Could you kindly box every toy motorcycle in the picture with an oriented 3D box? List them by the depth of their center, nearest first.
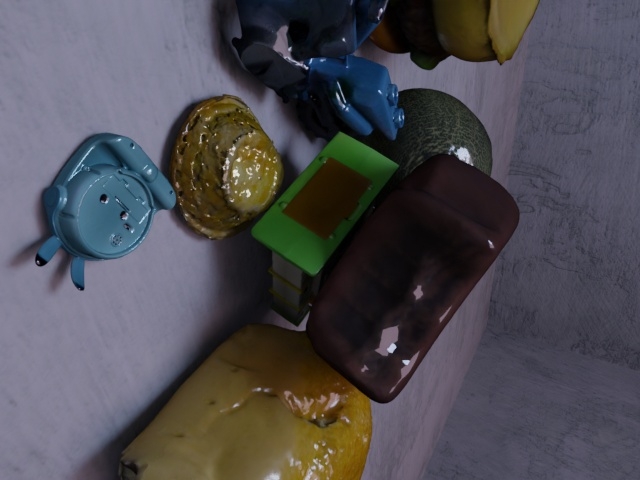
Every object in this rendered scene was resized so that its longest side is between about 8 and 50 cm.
[{"bbox_3d":[0.026,-0.267,0.594,0.416,0.231,0.172,60,40,-53],"label":"toy motorcycle"}]

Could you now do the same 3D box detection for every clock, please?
[{"bbox_3d":[-0.218,-0.025,0.466,0.147,0.045,0.108,-61,147,-24],"label":"clock"},{"bbox_3d":[0.000,0.000,0.747,0.220,0.106,0.255,-51,166,-26],"label":"clock"}]

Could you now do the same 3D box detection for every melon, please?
[{"bbox_3d":[0.180,-0.158,0.878,0.329,0.248,0.249,-104,-164,-69],"label":"melon"}]

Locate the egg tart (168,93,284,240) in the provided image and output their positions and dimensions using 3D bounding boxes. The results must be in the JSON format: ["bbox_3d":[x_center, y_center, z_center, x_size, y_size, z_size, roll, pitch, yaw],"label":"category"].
[{"bbox_3d":[-0.111,-0.089,0.603,0.191,0.074,0.192,-30,127,-50],"label":"egg tart"}]

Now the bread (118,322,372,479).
[{"bbox_3d":[-0.066,0.326,0.686,0.394,0.250,0.362,-43,139,-47],"label":"bread"}]

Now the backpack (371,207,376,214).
[{"bbox_3d":[0.099,0.066,0.991,0.254,0.139,0.207,-56,147,-20],"label":"backpack"}]

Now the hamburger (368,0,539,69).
[{"bbox_3d":[0.212,-0.509,0.767,0.395,0.277,0.396,-38,137,-47],"label":"hamburger"}]

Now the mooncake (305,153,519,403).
[{"bbox_3d":[0.111,0.054,0.642,0.333,0.174,0.326,-37,160,-46],"label":"mooncake"}]
